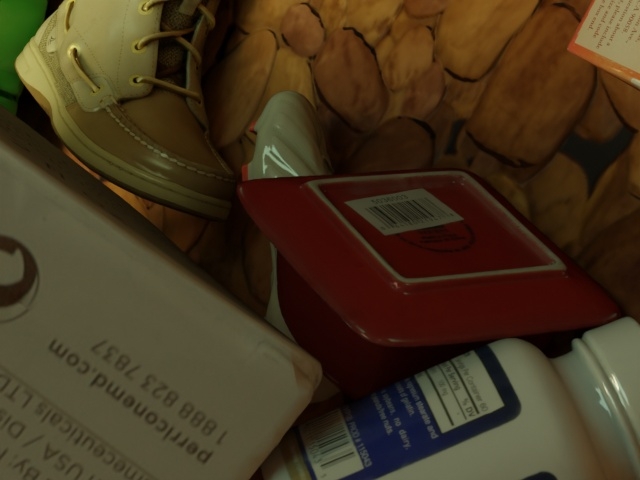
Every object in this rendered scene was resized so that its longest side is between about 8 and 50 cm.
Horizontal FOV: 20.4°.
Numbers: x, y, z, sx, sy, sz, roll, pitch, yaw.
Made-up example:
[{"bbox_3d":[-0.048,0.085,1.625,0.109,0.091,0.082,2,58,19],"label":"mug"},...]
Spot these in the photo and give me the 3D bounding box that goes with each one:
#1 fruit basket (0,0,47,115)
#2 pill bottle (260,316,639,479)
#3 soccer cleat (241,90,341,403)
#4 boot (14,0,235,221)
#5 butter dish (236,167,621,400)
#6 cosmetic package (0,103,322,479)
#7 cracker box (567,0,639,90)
[{"bbox_3d":[-0.377,-0.229,1.279,0.283,0.392,0.392,0,74,65],"label":"fruit basket"},{"bbox_3d":[0.075,0.110,0.827,0.186,0.112,0.112,-23,52,0],"label":"pill bottle"},{"bbox_3d":[0.000,0.000,1.042,0.076,0.068,0.196,-14,65,27],"label":"soccer cleat"},{"bbox_3d":[-0.095,-0.144,1.176,0.203,0.095,0.262,-58,37,11],"label":"boot"},{"bbox_3d":[0.045,0.040,0.929,0.160,0.160,0.118,48,134,45],"label":"butter dish"},{"bbox_3d":[-0.258,0.067,0.924,0.327,0.329,0.393,-53,16,-2],"label":"cosmetic package"},{"bbox_3d":[0.235,-0.045,0.728,0.232,0.156,0.067,35,101,49],"label":"cracker box"}]
